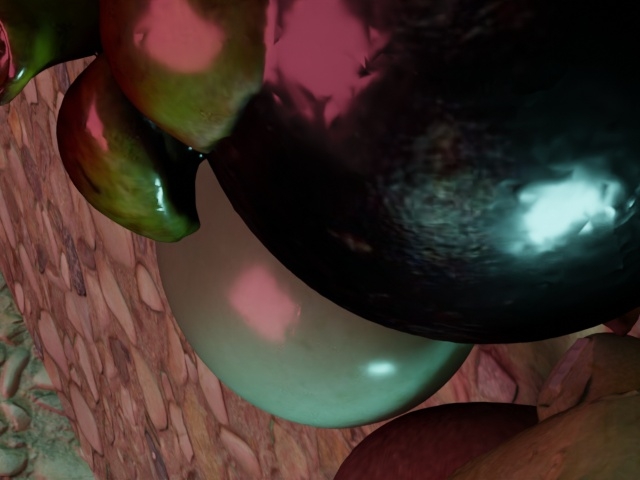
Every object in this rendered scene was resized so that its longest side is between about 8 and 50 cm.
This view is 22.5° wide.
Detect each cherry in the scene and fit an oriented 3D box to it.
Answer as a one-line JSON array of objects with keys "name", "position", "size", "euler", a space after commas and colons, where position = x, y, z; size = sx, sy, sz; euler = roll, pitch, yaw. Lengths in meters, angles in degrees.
[{"name": "cherry", "position": [0.122, 0.242, 1.301], "size": [0.285, 0.236, 0.213], "euler": [-30, 61, 42]}]

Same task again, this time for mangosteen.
[{"name": "mangosteen", "position": [0.039, -0.117, 0.852], "size": [0.382, 0.435, 0.382], "euler": [-15, -90, -81]}]

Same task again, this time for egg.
[{"name": "egg", "position": [0.000, 0.000, 1.347], "size": [0.389, 0.276, 0.276], "euler": [-121, 22, -63]}]

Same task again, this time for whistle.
[{"name": "whistle", "position": [0.197, 0.158, 1.146], "size": [0.123, 0.223, 0.123], "euler": [33, 173, 4]}]

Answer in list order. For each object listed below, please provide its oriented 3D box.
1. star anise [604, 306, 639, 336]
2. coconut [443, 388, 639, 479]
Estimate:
[{"name": "star anise", "position": [0.162, -0.086, 1.129], "size": [0.315, 0.108, 0.315], "euler": [47, 151, 36]}, {"name": "coconut", "position": [0.216, 0.267, 0.956], "size": [0.404, 0.404, 0.404], "euler": [49, 149, 45]}]
